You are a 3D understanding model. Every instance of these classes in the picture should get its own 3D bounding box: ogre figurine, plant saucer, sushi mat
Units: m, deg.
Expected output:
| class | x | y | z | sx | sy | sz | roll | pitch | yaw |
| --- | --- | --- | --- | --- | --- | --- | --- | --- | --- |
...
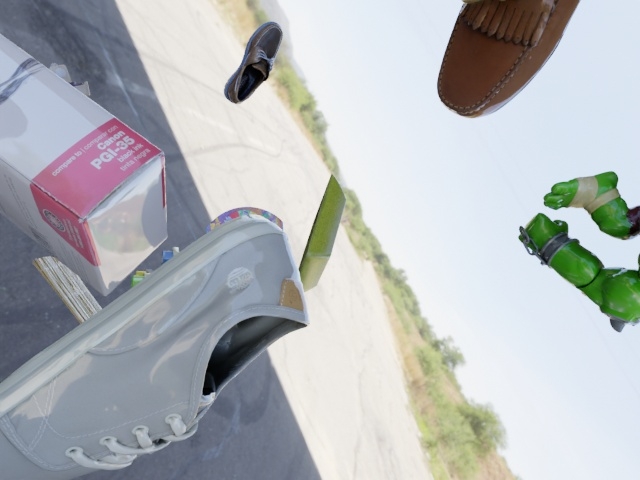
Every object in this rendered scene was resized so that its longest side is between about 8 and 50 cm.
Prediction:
| class | x | y | z | sx | sy | sz | roll | pitch | yaw |
| --- | --- | --- | --- | --- | --- | --- | --- | --- | --- |
| ogre figurine | 0.256 | -0.015 | 0.380 | 0.096 | 0.197 | 0.118 | 27 | 38 | -55 |
| plant saucer | 0.000 | 0.000 | 0.988 | 0.188 | 0.045 | 0.189 | 113 | -5 | -58 |
| sushi mat | -0.451 | 0.162 | 1.030 | 0.317 | 0.019 | 0.151 | 53 | -5 | 0 |

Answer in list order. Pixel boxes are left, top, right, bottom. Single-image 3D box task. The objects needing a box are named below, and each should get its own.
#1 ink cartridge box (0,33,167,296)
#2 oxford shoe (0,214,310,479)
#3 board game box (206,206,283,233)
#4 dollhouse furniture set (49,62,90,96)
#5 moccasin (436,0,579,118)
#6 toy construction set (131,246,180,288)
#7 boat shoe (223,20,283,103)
| class | x | y | z | sx | sy | sz | roll | pitch | yaw |
| --- | --- | --- | --- | --- | --- | --- | --- | --- | --- |
| ink cartridge box | -0.324 | -0.092 | 0.589 | 0.283 | 0.117 | 0.207 | 37 | -30 | 4 |
| oxford shoe | -0.191 | 0.156 | 0.497 | 0.130 | 0.449 | 0.169 | 50 | -3 | 18 |
| board game box | -0.126 | 0.023 | 0.869 | 0.033 | 0.133 | 0.169 | 136 | -49 | -79 |
| dollhouse furniture set | -0.453 | -0.251 | 0.835 | 0.091 | 0.114 | 0.081 | -12 | -78 | 54 |
| moccasin | 0.242 | -0.316 | 0.571 | 0.146 | 0.380 | 0.139 | -11 | 51 | -48 |
| toy construction set | -0.281 | 0.153 | 0.907 | 0.328 | 0.151 | 0.215 | -123 | -138 | -74 |
| boat shoe | -0.125 | -0.354 | 1.040 | 0.066 | 0.183 | 0.066 | 24 | 11 | -38 |
